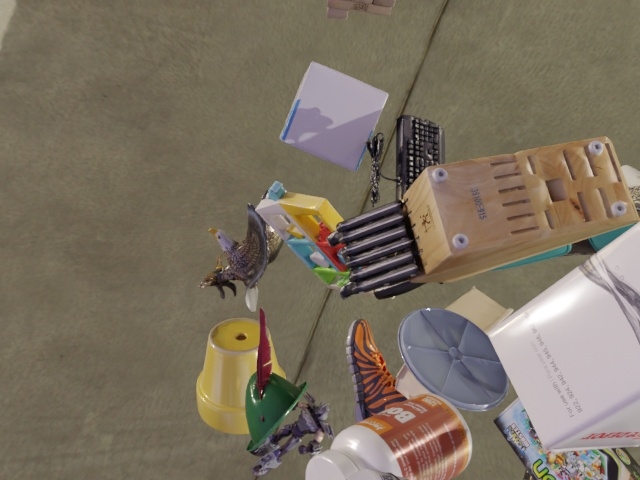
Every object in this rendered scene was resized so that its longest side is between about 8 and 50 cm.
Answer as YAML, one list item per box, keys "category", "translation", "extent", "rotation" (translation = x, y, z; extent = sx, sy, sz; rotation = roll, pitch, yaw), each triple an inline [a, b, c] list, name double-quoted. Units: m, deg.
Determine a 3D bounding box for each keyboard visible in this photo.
- category: "keyboard"
  translation: [0.194, -0.134, 1.466]
  extent: [0.201, 0.033, 0.317]
  rotation: [6, 74, -17]

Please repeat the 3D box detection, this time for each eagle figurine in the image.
- category: "eagle figurine"
  translation: [-0.181, 0.021, 1.667]
  extent: [0.298, 0.225, 0.226]
  rotation: [-38, 55, 22]

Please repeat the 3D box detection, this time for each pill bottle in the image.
- category: "pill bottle"
  translation: [0.091, 0.290, 0.865]
  extent: [0.216, 0.121, 0.121]
  rotation: [-12, 92, -40]

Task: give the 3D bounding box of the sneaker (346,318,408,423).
- category: "sneaker"
  translation: [0.183, 0.376, 1.851]
  extent: [0.180, 0.124, 0.321]
  rotation: [-10, 87, 30]

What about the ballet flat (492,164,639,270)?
- category: "ballet flat"
  translation: [0.461, -0.045, 1.151]
  extent: [0.483, 0.164, 0.182]
  rotation: [-3, 55, 37]

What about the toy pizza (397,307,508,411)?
- category: "toy pizza"
  translation: [0.213, 0.194, 1.068]
  extent: [0.201, 0.201, 0.032]
  rotation: [29, 128, 1]

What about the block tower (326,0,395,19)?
- category: "block tower"
  translation: [0.072, -0.425, 0.786]
  extent: [0.097, 0.335, 0.091]
  rotation: [8, 59, -4]

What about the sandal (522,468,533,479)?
- category: "sandal"
  translation: [0.343, 0.358, 1.005]
  extent: [0.049, 0.072, 0.180]
  rotation: [23, 78, 11]

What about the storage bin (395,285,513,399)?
- category: "storage bin"
  translation: [0.339, 0.277, 1.684]
  extent: [0.123, 0.262, 0.260]
  rotation: [37, 119, 21]

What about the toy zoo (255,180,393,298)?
- category: "toy zoo"
  translation: [0.000, 0.000, 1.220]
  extent: [0.293, 0.192, 0.030]
  rotation: [48, 64, -31]

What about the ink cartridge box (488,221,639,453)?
- category: "ink cartridge box"
  translation: [0.307, 0.059, 0.530]
  extent: [0.273, 0.198, 0.115]
  rotation: [-44, 50, 31]

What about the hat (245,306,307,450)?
- category: "hat"
  translation: [-0.143, 0.291, 1.346]
  extent: [0.183, 0.173, 0.208]
  rotation: [43, 61, 0]

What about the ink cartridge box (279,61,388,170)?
- category: "ink cartridge box"
  translation: [0.023, -0.303, 1.631]
  extent: [0.197, 0.270, 0.198]
  rotation: [21, 97, -8]

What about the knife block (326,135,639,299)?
- category: "knife block"
  translation: [0.152, -0.008, 0.707]
  extent: [0.275, 0.242, 0.088]
  rotation: [-11, 77, -10]

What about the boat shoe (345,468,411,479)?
- category: "boat shoe"
  translation: [0.025, 0.318, 0.686]
  extent: [0.088, 0.096, 0.267]
  rotation: [18, 127, -25]

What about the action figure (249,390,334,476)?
- category: "action figure"
  translation: [-0.077, 0.549, 1.858]
  extent: [0.285, 0.099, 0.185]
  rotation: [-42, 48, 12]

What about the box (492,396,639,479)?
- category: "box"
  translation: [0.318, 0.276, 0.809]
  extent: [0.114, 0.036, 0.207]
  rotation: [-54, 51, 28]

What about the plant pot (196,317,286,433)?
- category: "plant pot"
  translation: [-0.217, 0.354, 1.798]
  extent: [0.254, 0.254, 0.239]
  rotation: [3, 118, 2]
